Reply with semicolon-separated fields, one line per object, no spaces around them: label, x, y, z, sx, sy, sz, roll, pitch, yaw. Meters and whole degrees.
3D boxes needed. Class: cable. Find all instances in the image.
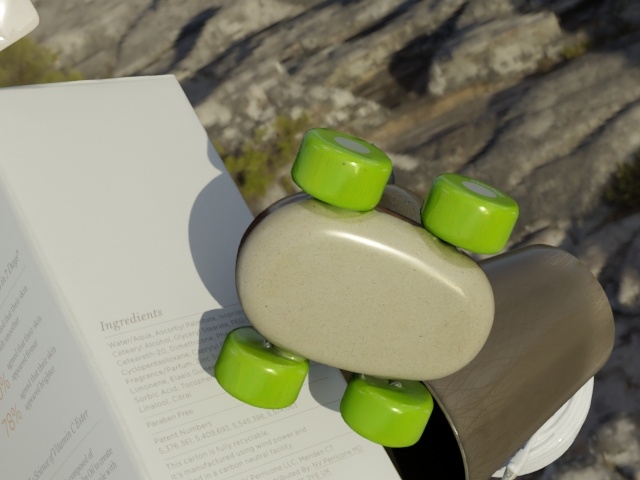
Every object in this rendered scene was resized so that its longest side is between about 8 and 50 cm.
cable;0.247;0.195;1.600;0.257;0.089;0.257;-40;53;-6

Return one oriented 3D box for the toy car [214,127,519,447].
toy car;0.021;0.005;0.715;0.188;0.149;0.155;-98;29;-70

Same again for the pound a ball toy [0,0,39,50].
pound a ball toy;-0.516;-0.228;1.403;0.319;0.135;0.208;-35;17;-13

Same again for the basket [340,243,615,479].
basket;0.124;0.099;0.962;0.227;0.154;0.204;-23;45;-34

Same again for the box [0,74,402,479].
box;-0.134;0.090;0.794;0.168;0.345;0.215;-13;-25;-40
